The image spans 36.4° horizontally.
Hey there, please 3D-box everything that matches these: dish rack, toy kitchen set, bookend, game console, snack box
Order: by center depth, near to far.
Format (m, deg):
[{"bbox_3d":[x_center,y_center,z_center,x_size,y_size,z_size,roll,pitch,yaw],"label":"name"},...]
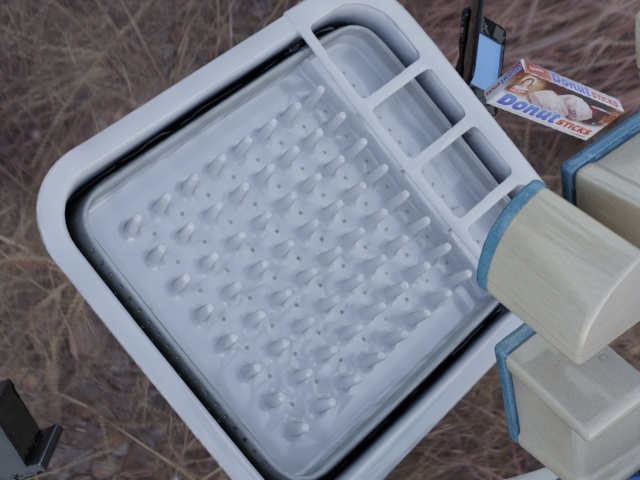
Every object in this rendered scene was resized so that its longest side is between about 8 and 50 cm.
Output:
[{"bbox_3d":[0.167,-0.003,0.492,0.207,0.166,0.122,-33,45,-14],"label":"toy kitchen set"},{"bbox_3d":[0.000,0.000,0.680,0.333,0.072,0.285,-39,92,-30],"label":"dish rack"},{"bbox_3d":[-0.353,0.161,0.905,0.156,0.072,0.157,-22,112,9],"label":"bookend"},{"bbox_3d":[0.199,-0.223,1.154,0.107,0.071,0.122,19,73,-34],"label":"game console"},{"bbox_3d":[0.280,-0.165,1.159,0.178,0.064,0.022,13,53,-35],"label":"snack box"}]

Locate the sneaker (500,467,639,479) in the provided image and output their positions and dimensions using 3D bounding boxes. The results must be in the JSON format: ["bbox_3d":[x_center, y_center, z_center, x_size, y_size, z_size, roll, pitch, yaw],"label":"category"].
[{"bbox_3d":[0.126,0.215,0.488,0.323,0.236,0.130,-29,99,3],"label":"sneaker"}]
